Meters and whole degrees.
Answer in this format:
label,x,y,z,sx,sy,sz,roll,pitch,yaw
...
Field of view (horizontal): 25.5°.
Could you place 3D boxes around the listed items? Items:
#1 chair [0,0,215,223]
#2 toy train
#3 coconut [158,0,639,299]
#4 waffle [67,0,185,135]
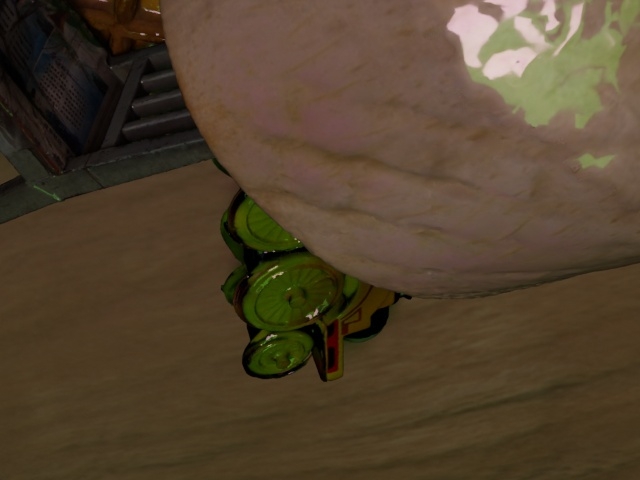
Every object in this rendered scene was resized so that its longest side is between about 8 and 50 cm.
label,x,y,z,sx,sy,sz,roll,pitch,yaw
chair,-0.181,-0.114,0.922,0.270,0.136,0.147,-16,128,25
toy train,0.000,0.000,1.079,0.160,0.100,0.296,-14,144,-11
coconut,0.100,-0.166,0.760,0.344,0.415,0.415,0,142,-33
waffle,-0.125,-0.182,0.982,0.281,0.058,0.301,31,130,-19
